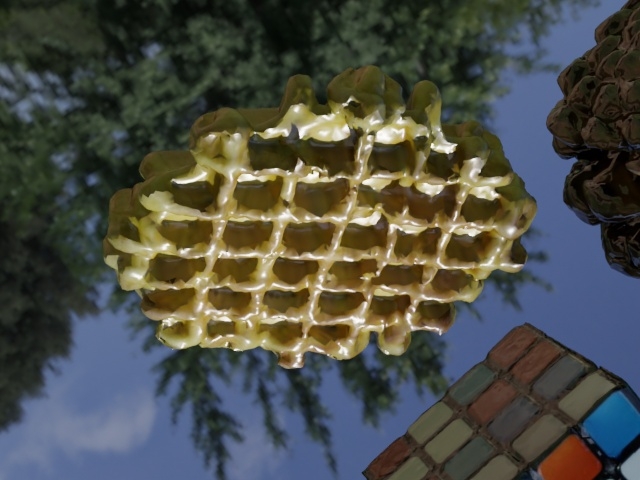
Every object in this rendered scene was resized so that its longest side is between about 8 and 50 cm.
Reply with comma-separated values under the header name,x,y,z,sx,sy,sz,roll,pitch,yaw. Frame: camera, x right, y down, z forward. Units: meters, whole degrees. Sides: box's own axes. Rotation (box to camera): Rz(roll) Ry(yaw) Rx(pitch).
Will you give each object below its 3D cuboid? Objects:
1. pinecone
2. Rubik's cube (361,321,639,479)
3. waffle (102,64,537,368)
name,x,y,z,sx,sy,sz,roll,pitch,yaw
pinecone,0.281,-0.073,0.868,0.243,0.257,0.243,-10,-109,32
Rubik's cube,0.146,0.168,0.824,0.154,0.151,0.155,-43,-165,-3
waffle,0.001,-0.003,0.570,0.191,0.191,0.038,-24,-131,19
